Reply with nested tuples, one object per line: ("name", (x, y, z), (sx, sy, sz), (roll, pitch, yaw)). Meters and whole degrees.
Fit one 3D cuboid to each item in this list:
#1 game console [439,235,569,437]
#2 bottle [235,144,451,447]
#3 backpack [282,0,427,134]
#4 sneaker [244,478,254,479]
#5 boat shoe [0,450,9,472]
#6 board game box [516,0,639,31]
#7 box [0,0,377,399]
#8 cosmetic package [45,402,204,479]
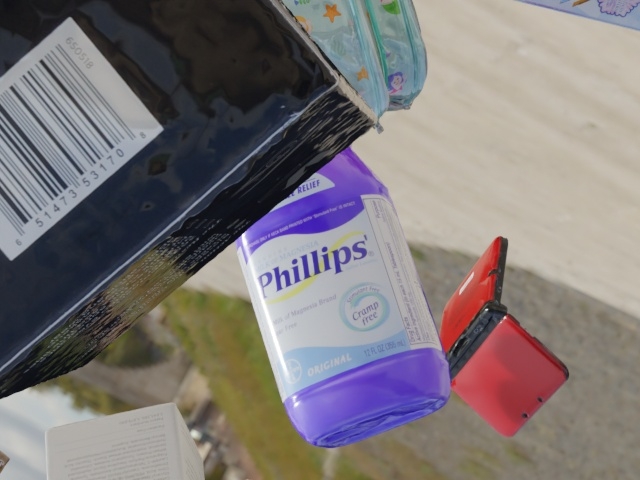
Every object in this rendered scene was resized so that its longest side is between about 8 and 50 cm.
("game console", (0.165, 0.088, 1.284), (0.085, 0.124, 0.144), (18, 145, -8))
("bottle", (0.000, 0.000, 1.016), (0.118, 0.283, 0.092), (-22, 162, 15))
("backpack", (0.005, -0.212, 1.460), (0.191, 0.225, 0.253), (-15, 177, 2))
("sneaker", (-0.057, 0.382, 1.778), (0.175, 0.067, 0.064), (48, 163, 9))
("boat shoe", (-0.334, 0.264, 1.319), (0.066, 0.183, 0.066), (22, 144, -15))
("board game box", (0.333, -0.453, 1.842), (0.318, 0.318, 0.066), (14, -147, -5))
("box", (-0.072, -0.030, 0.484), (0.093, 0.156, 0.158), (51, -175, 4))
("cosmetic package", (-0.206, 0.304, 1.561), (0.151, 0.183, 0.151), (-12, 143, 2))
